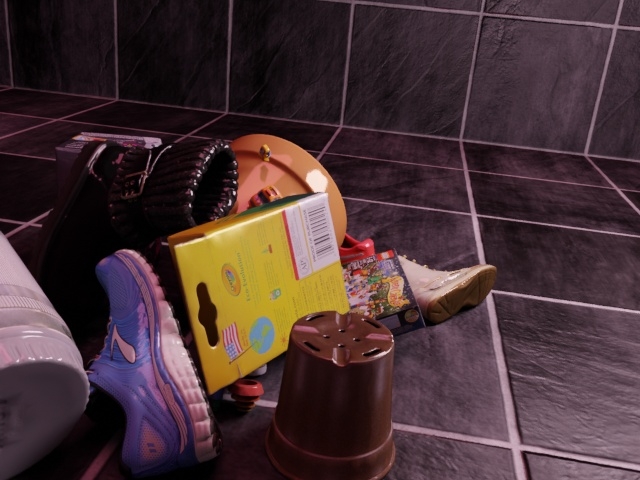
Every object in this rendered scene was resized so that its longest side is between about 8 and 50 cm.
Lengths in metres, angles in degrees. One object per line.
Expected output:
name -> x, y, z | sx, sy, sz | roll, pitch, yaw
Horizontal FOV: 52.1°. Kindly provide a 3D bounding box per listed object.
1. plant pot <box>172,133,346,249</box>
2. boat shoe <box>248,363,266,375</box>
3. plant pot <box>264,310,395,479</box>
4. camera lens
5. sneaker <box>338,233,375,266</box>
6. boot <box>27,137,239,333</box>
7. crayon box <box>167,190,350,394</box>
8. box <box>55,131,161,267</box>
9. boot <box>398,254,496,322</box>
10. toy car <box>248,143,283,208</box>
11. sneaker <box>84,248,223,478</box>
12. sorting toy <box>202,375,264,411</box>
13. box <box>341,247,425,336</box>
plant pot -> -0.124, -0.016, 1.178 | 0.291, 0.290, 0.203 | 14, 40, 22
boat shoe -> -0.134, 0.161, 1.000 | 0.049, 0.040, 0.142 | -14, 28, -41
plant pot -> 0.018, 0.185, 0.802 | 0.167, 0.165, 0.167 | 4, 21, -1
camera lens -> -0.414, 0.114, 0.734 | 0.219, 0.219, 0.274 | -16, 48, -43
sneaker -> 0.000, 0.000, 1.340 | 0.279, 0.118, 0.107 | 19, 24, 32
boot -> -0.283, -0.007, 1.002 | 0.260, 0.347, 0.131 | 7, -16, 21
crayon box -> -0.092, 0.059, 0.935 | 0.081, 0.202, 0.318 | -4, 12, 37
box -> -0.389, -0.064, 1.231 | 0.163, 0.247, 0.142 | 4, 22, -2
boot -> 0.221, 0.074, 1.258 | 0.213, 0.077, 0.165 | -21, 31, -37
toy car -> -0.097, -0.102, 1.062 | 0.060, 0.040, 0.122 | -13, 68, -20
sneaker -> -0.242, 0.143, 0.819 | 0.147, 0.129, 0.330 | -21, 50, -14
sorting toy -> -0.125, 0.208, 0.894 | 0.102, 0.042, 0.061 | 8, 2, 41
box -> 0.076, 0.099, 1.121 | 0.159, 0.044, 0.233 | -20, 22, 4
